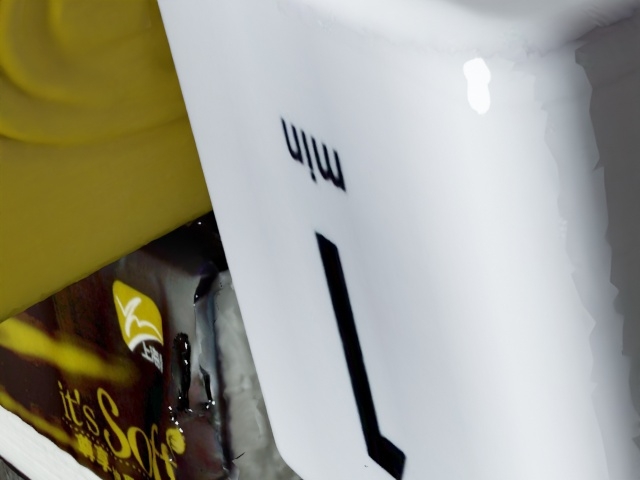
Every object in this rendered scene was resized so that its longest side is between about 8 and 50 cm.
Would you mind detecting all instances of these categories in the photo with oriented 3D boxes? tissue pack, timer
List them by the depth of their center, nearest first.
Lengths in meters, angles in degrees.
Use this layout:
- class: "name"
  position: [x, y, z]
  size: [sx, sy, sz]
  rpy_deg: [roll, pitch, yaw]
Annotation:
- class: "timer"
  position: [0.088, -0.020, 0.510]
  size: [0.194, 0.192, 0.195]
  rpy_deg: [34, 143, 55]
- class: "tissue pack"
  position: [-0.056, 0.009, 0.809]
  size: [0.370, 0.210, 0.198]
  rpy_deg: [25, 127, 47]

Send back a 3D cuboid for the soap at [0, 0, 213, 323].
- class: "soap"
  position: [-0.049, -0.106, 0.580]
  size: [0.096, 0.324, 0.204]
  rpy_deg: [40, 151, 41]
